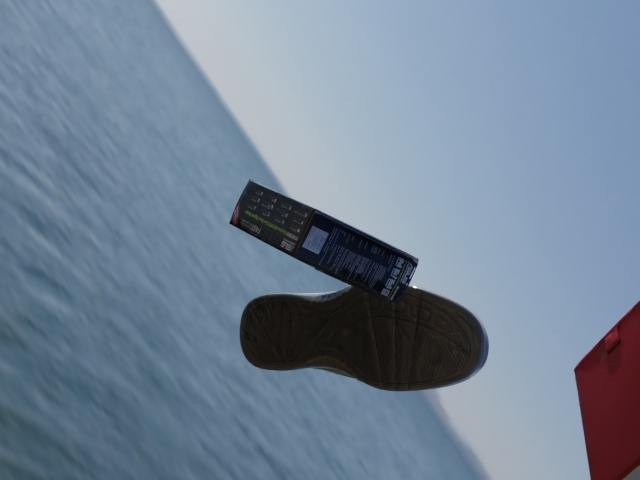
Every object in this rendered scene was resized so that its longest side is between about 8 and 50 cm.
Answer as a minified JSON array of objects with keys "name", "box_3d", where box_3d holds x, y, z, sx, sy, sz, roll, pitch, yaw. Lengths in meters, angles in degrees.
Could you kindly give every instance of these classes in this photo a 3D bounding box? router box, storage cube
[{"name":"router box","box_3d":[0.000,0.000,0.863,0.092,0.038,0.122,24,1,-28]},{"name":"storage cube","box_3d":[0.432,0.199,1.413,0.184,0.215,0.193,17,46,-17]}]

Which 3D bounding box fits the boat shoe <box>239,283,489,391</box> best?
[{"name":"boat shoe","box_3d":[0.055,0.106,1.347,0.103,0.320,0.118,4,83,-51]}]
